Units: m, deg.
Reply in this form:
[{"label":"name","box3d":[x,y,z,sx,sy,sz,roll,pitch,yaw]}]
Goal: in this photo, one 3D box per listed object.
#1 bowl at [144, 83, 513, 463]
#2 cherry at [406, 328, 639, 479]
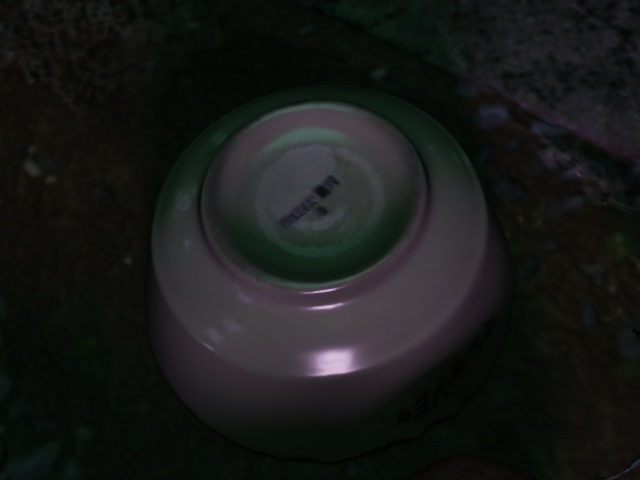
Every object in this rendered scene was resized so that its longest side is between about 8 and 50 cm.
[{"label":"bowl","box3d":[0.000,0.000,0.741,0.211,0.112,0.211,-2,61,4]},{"label":"cherry","box3d":[0.100,0.126,0.684,0.107,0.090,0.225,22,55,32]}]
